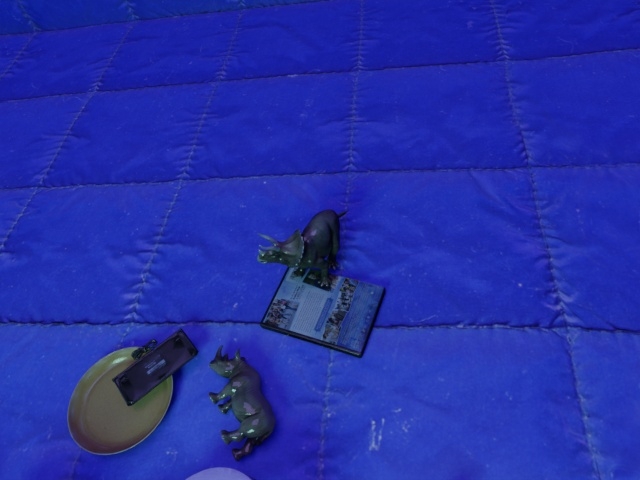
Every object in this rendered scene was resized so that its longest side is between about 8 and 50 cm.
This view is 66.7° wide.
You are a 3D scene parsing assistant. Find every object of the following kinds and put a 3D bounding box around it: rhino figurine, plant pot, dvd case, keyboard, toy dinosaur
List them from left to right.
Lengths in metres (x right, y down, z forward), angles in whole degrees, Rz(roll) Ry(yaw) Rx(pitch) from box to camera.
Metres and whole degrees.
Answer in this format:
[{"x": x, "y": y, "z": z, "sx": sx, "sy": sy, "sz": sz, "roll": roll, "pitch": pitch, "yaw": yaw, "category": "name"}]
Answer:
[{"x": -0.433, "y": 0.349, "z": 1.069, "sx": 0.236, "sy": 0.032, "sz": 0.236, "roll": -6, "pitch": 52, "yaw": 7, "category": "plant pot"}, {"x": -0.371, "y": 0.272, "z": 1.083, "sx": 0.180, "sy": 0.023, "sz": 0.108, "roll": -37, "pitch": 62, "yaw": -18, "category": "keyboard"}, {"x": -0.171, "y": 0.319, "z": 1.017, "sx": 0.106, "sy": 0.073, "sz": 0.243, "roll": -27, "pitch": 52, "yaw": -5, "category": "rhino figurine"}, {"x": 0.000, "y": 0.000, "z": 1.151, "sx": 0.121, "sy": 0.160, "sz": 0.313, "roll": 27, "pitch": 49, "yaw": 32, "category": "toy dinosaur"}, {"x": 0.006, "y": 0.157, "z": 1.138, "sx": 0.253, "sy": 0.022, "sz": 0.180, "roll": 13, "pitch": 58, "yaw": 19, "category": "dvd case"}]

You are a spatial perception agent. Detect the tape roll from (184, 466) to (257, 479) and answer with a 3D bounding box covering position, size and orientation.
[{"x": -0.174, "y": 0.528, "z": 0.796, "sx": 0.274, "sy": 0.090, "sz": 0.275, "roll": -20, "pitch": 43, "yaw": 20, "category": "tape roll"}]
